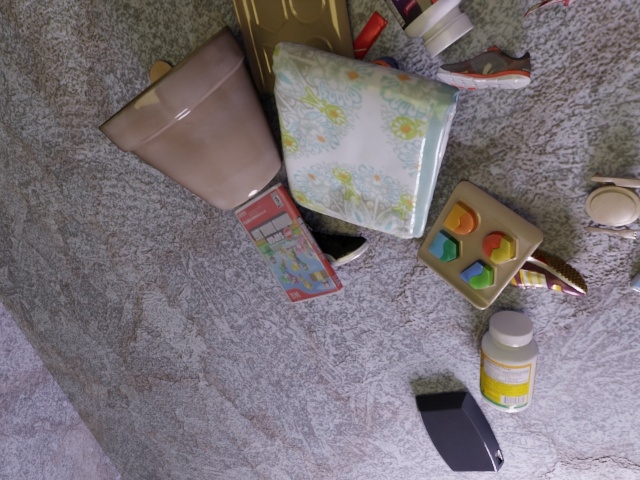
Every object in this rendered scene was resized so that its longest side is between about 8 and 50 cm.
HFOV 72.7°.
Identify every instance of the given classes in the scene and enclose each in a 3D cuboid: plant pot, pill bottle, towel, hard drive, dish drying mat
[{"bbox_3d":[-0.232,-0.229,0.916,0.323,0.323,0.280,-19,124,33],"label":"plant pot"},{"bbox_3d":[0.418,0.267,0.969,0.117,0.117,0.209,4,120,24],"label":"pill bottle"},{"bbox_3d":[0.071,-0.166,0.833,0.320,0.090,0.375,20,147,16],"label":"towel"},{"bbox_3d":[0.374,0.527,1.179,0.171,0.054,0.255,-20,107,33],"label":"hard drive"},{"bbox_3d":[0.090,-0.386,0.823,0.032,0.008,0.083,42,127,0],"label":"dish drying mat"},{"bbox_3d":[0.164,-0.407,0.712,0.108,0.108,0.194,-30,102,35],"label":"pill bottle"}]

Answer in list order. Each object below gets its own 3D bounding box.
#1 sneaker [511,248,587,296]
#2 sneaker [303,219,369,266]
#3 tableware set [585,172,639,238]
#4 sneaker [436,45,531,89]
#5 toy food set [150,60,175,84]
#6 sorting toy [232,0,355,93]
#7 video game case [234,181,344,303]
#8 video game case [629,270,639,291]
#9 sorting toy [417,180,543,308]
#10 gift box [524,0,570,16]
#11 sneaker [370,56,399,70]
[{"bbox_3d":[0.436,0.069,0.881,0.185,0.069,0.084,33,126,17],"label":"sneaker"},{"bbox_3d":[0.000,0.000,1.043,0.216,0.079,0.121,-17,110,34],"label":"sneaker"},{"bbox_3d":[0.566,-0.060,0.743,0.194,0.039,0.128,14,138,37],"label":"tableware set"},{"bbox_3d":[0.284,-0.303,0.757,0.157,0.061,0.065,11,95,20],"label":"sneaker"},{"bbox_3d":[-0.373,-0.386,1.042,0.082,0.020,0.083,22,124,13],"label":"toy food set"},{"bbox_3d":[-0.039,-0.369,0.882,0.228,0.041,0.308,2,122,25],"label":"sorting toy"},{"bbox_3d":[-0.083,0.018,1.055,0.204,0.025,0.285,-22,103,50],"label":"video game case"},{"bbox_3d":[0.706,0.057,0.767,0.201,0.023,0.184,25,125,10],"label":"video game case"},{"bbox_3d":[0.310,0.013,0.887,0.193,0.038,0.208,43,129,26],"label":"sorting toy"},{"bbox_3d":[0.332,-0.441,0.531,0.258,0.255,0.276,50,128,1],"label":"gift box"},{"bbox_3d":[0.136,-0.247,0.837,0.083,0.087,0.221,16,141,25],"label":"sneaker"}]
